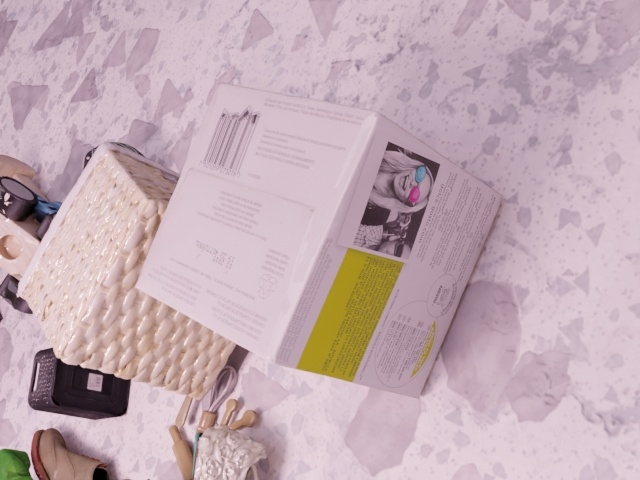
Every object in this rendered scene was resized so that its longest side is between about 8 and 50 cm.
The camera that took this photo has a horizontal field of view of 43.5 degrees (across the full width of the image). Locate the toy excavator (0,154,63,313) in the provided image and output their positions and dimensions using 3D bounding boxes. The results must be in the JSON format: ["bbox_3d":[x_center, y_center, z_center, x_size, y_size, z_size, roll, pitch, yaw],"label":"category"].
[{"bbox_3d":[-0.716,-0.048,1.959,0.433,0.445,0.222,35,98,3],"label":"toy excavator"}]

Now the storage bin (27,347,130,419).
[{"bbox_3d":[-0.480,0.287,1.613,0.084,0.180,0.122,-16,62,37],"label":"storage bin"}]

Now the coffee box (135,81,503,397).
[{"bbox_3d":[0.000,0.000,1.194,0.338,0.334,0.338,21,89,44],"label":"coffee box"}]

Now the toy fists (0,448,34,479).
[{"bbox_3d":[-0.609,0.552,1.614,0.142,0.096,0.279,20,118,49],"label":"toy fists"}]

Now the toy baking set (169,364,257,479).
[{"bbox_3d":[-0.197,0.336,1.449,0.196,0.030,0.256,-48,48,12],"label":"toy baking set"}]

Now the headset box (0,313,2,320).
[{"bbox_3d":[-0.870,0.189,2.087,0.032,0.062,0.083,-56,45,9],"label":"headset box"}]

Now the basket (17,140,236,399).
[{"bbox_3d":[-0.292,0.056,1.419,0.331,0.328,0.266,-59,39,5],"label":"basket"}]

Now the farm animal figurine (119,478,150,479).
[{"bbox_3d":[-0.357,0.581,1.317,0.326,0.172,0.330,125,152,-53],"label":"farm animal figurine"}]

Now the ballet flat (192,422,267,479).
[{"bbox_3d":[-0.162,0.502,1.274,0.147,0.147,0.408,-2,76,42],"label":"ballet flat"}]

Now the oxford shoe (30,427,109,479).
[{"bbox_3d":[-0.488,0.481,1.613,0.130,0.123,0.348,-31,38,-14],"label":"oxford shoe"}]

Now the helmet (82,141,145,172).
[{"bbox_3d":[-0.445,-0.131,1.768,0.169,0.169,0.161,46,122,43],"label":"helmet"}]
